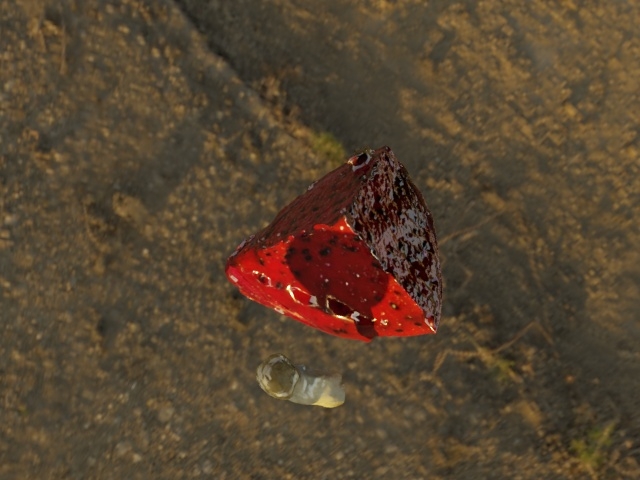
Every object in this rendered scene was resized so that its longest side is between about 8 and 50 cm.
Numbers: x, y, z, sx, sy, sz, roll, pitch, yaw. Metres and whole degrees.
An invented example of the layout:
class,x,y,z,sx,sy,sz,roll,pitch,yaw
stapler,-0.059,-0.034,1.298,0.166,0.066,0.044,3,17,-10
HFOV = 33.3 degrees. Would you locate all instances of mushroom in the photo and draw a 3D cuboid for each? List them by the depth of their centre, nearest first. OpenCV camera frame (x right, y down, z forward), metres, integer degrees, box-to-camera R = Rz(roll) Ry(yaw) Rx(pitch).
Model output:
class,x,y,z,sx,sy,sz,roll,pitch,yaw
mushroom,-0.016,0.201,1.496,0.202,0.054,0.059,27,75,-55

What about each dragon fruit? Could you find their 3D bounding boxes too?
class,x,y,z,sx,sy,sz,roll,pitch,yaw
dragon fruit,0.000,0.000,1.640,0.330,0.240,0.302,-10,62,20
